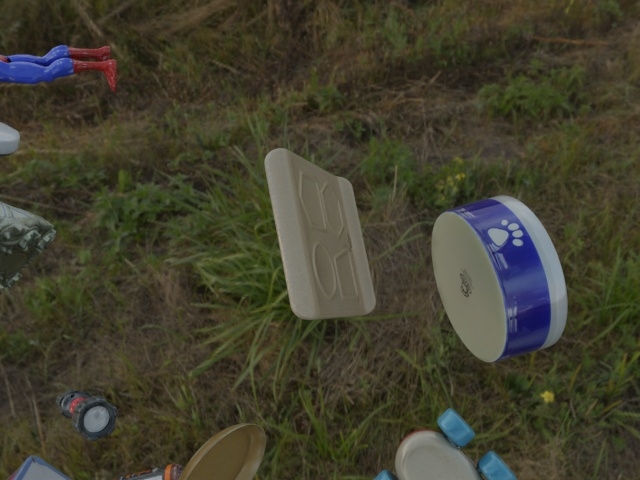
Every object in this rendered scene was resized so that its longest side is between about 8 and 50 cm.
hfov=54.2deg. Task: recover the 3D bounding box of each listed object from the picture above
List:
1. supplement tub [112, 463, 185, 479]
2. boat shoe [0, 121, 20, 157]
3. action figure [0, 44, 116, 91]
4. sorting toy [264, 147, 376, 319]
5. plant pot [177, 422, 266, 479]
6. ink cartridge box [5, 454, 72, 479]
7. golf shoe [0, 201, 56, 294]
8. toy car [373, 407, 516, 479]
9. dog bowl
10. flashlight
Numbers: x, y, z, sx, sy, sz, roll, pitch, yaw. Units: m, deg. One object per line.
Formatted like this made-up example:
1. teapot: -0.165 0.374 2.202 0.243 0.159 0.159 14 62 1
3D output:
1. supplement tub: -0.361 0.560 1.389 0.198 0.106 0.106 -13 49 -3
2. boat shoe: -0.618 -0.141 0.941 0.301 0.102 0.108 2 28 -23
3. action figure: -0.446 -0.212 0.902 0.280 0.139 0.091 -4 36 -26
4. sorting toy: 0.000 0.000 0.761 0.038 0.208 0.193 -15 80 23
5. plant pot: -0.197 0.446 1.197 0.032 0.236 0.236 29 56 31
6. ink cartridge box: -0.464 0.497 0.753 0.395 0.151 0.270 -46 13 6
7. golf shoe: -0.212 -0.013 0.356 0.086 0.176 0.069 42 78 0
8. toy car: 0.252 0.475 1.288 0.219 0.238 0.210 -44 77 2
9. dog bowl: 0.286 0.064 1.042 0.104 0.264 0.265 -14 50 -10
10. flashlight: -0.604 0.430 1.587 0.103 0.103 0.304 -25 11 -34
